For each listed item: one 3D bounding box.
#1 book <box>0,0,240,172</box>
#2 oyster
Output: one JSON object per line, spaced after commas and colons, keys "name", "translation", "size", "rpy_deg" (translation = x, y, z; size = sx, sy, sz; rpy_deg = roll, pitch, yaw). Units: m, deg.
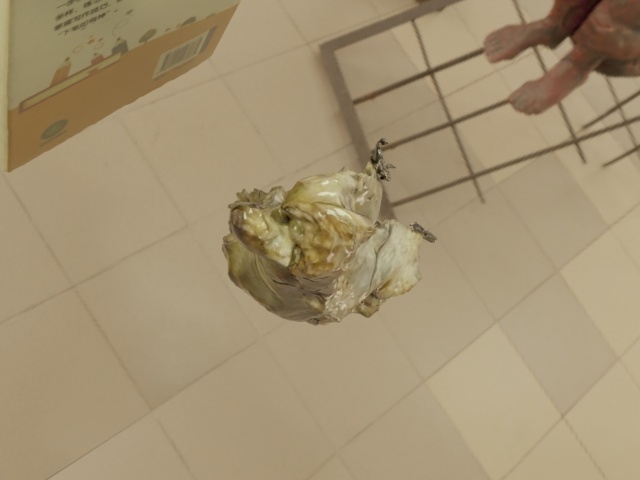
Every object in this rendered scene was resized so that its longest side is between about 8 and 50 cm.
{"name": "book", "translation": [-0.113, -0.150, 0.489], "size": [0.208, 0.295, 0.020], "rpy_deg": [-37, 91, -28]}
{"name": "oyster", "translation": [0.007, 0.004, 0.663], "size": [0.198, 0.337, 0.133], "rpy_deg": [9, 78, 1]}
